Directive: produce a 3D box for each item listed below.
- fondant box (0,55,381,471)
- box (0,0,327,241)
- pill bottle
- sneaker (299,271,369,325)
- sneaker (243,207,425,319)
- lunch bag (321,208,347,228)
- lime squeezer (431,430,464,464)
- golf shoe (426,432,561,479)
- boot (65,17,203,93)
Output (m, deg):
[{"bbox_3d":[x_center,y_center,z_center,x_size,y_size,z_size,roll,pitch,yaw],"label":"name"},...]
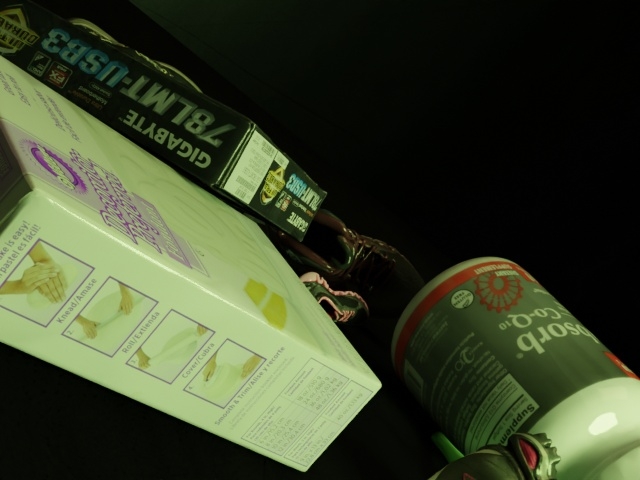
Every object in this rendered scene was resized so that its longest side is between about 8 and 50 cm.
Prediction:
[{"bbox_3d":[-0.132,0.012,0.748,0.330,0.096,0.238,33,11,-43],"label":"fondant box"},{"bbox_3d":[-0.159,-0.114,1.027,0.296,0.073,0.293,29,-4,15],"label":"box"},{"bbox_3d":[0.254,0.196,1.191,0.210,0.210,0.363,34,11,-44],"label":"pill bottle"},{"bbox_3d":[0.018,0.085,1.283,0.119,0.047,0.057,27,22,-36],"label":"sneaker"},{"bbox_3d":[0.037,0.034,1.336,0.281,0.106,0.162,29,-2,-20],"label":"sneaker"},{"bbox_3d":[0.000,0.000,1.564,0.067,0.065,0.098,5,35,-51],"label":"lunch bag"},{"bbox_3d":[0.174,0.260,1.026,0.110,0.059,0.310,35,9,-38],"label":"lime squeezer"},{"bbox_3d":[0.172,0.278,0.800,0.273,0.120,0.105,-119,-159,-44],"label":"golf shoe"},{"bbox_3d":[-0.240,-0.190,1.366,0.236,0.085,0.178,31,14,-27],"label":"boot"}]
